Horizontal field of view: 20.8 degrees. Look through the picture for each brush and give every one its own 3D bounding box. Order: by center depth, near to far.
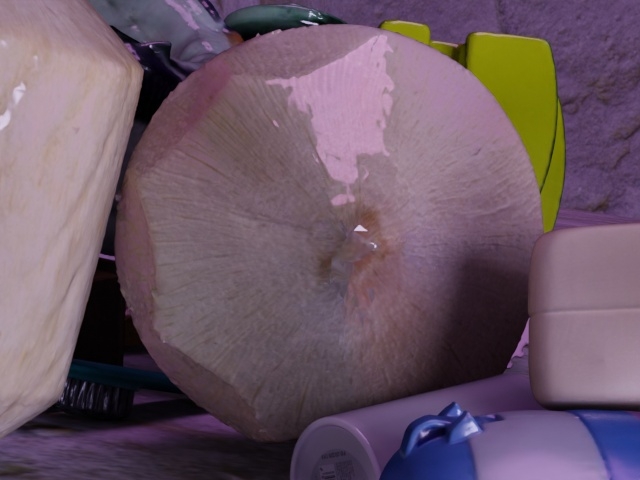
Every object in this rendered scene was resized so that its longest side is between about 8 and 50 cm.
[{"bbox_3d":[-0.106,0.088,0.985,0.043,0.032,0.193,4,-9,36],"label":"brush"}]

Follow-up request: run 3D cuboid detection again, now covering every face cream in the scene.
[{"bbox_3d":[0.151,0.109,0.675,0.264,0.083,0.149,5,1,-8],"label":"face cream"}]

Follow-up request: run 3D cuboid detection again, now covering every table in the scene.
[{"bbox_3d":[-0.165,0.052,0.997,0.070,0.083,0.082,11,11,36],"label":"table"}]

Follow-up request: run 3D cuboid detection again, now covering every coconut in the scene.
[{"bbox_3d":[-0.226,-0.054,0.775,0.328,0.329,0.329,5,5,0],"label":"coconut"},{"bbox_3d":[0.000,0.000,0.852,0.224,0.224,0.234,5,13,-8],"label":"coconut"}]

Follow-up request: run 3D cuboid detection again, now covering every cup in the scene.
[{"bbox_3d":[0.041,0.105,0.769,0.116,0.074,0.104,-5,-13,-39],"label":"cup"}]

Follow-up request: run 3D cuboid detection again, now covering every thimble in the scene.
[{"bbox_3d":[-0.165,-0.113,1.090,0.237,0.150,0.237,34,18,-13],"label":"thimble"}]

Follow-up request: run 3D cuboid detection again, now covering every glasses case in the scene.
[{"bbox_3d":[0.213,0.060,0.825,0.144,0.076,0.336,-3,-13,24],"label":"glasses case"}]

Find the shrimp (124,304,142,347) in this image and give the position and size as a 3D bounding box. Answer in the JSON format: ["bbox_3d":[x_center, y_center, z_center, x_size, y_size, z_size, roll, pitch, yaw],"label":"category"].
[{"bbox_3d":[-0.229,0.030,1.261,0.262,0.066,0.117,6,5,24],"label":"shrimp"}]

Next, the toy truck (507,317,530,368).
[{"bbox_3d":[0.008,0.046,1.061,0.286,0.111,0.136,19,44,33],"label":"toy truck"}]

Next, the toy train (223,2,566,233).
[{"bbox_3d":[0.043,-0.044,1.329,0.272,0.179,0.442,7,-14,-1],"label":"toy train"}]
